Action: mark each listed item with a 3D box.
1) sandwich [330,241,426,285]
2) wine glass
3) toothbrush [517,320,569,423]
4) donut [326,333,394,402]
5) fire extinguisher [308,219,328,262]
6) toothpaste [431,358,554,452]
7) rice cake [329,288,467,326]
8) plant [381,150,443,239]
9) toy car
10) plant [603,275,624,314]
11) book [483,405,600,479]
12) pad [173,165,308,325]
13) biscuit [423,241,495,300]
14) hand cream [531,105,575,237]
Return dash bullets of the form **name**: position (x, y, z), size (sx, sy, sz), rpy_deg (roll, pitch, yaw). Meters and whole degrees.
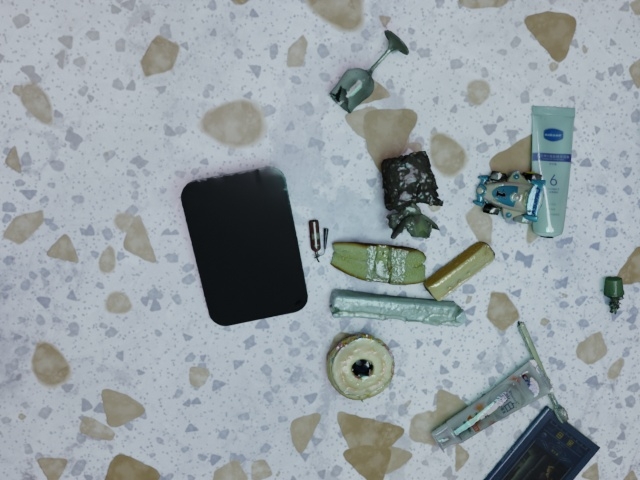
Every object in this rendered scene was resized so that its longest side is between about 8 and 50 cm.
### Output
- **sandwich**: position (0.148, 0.053, 1.557), size (0.245, 0.088, 0.090), rpy_deg (8, 98, -7)
- **wine glass**: position (0.109, -0.384, 1.493), size (0.079, 0.079, 0.195), rpy_deg (42, 92, -10)
- **toothbrush**: position (0.567, 0.338, 1.668), size (0.026, 0.028, 0.294), rpy_deg (-27, 92, -19)
- **donut**: position (0.097, 0.307, 1.603), size (0.175, 0.068, 0.174), rpy_deg (-1, 100, -8)
- **fire extinguisher**: position (-0.002, -0.001, 1.569), size (0.046, 0.032, 0.100), rpy_deg (-13, 102, -38)
- **toothpaste**: position (0.432, 0.426, 1.652), size (0.323, 0.066, 0.100), rpy_deg (-33, 89, 1)
- **rice cake**: position (0.190, 0.166, 1.591), size (0.336, 0.066, 0.063), rpy_deg (5, 107, -6)
- **plant**: position (0.209, -0.103, 1.519), size (0.142, 0.131, 0.203), rpy_deg (-17, 101, -6)
- **toy car**: position (0.450, -0.109, 1.547), size (0.162, 0.098, 0.126), rpy_deg (12, 97, 9)
- **plant**: position (0.743, 0.143, 1.651), size (0.051, 0.051, 0.102), rpy_deg (-10, 105, -4)
- **book**: position (0.580, 0.591, 1.714), size (0.191, 0.025, 0.269), rpy_deg (38, 94, -9)
- **pad**: position (-0.209, 0.018, 1.552), size (0.315, 0.063, 0.375), rpy_deg (-10, 110, -5)
- **biscuit**: position (0.342, 0.076, 1.596), size (0.188, 0.052, 0.056), rpy_deg (-35, 110, -4)
- **hand cream**: position (0.561, -0.165, 1.593), size (0.109, 0.067, 0.320), rpy_deg (2, 91, -5)
